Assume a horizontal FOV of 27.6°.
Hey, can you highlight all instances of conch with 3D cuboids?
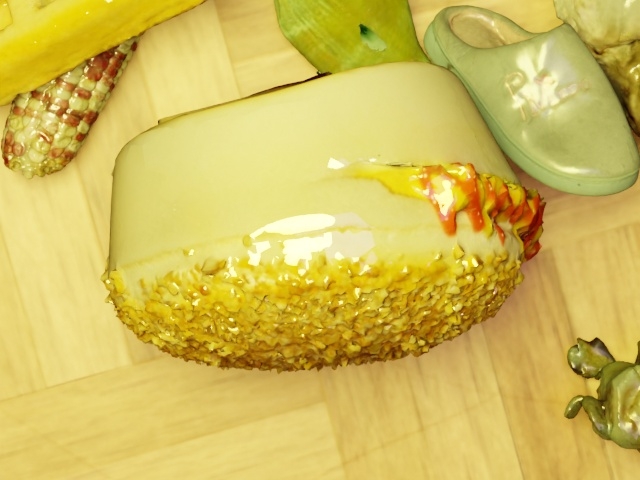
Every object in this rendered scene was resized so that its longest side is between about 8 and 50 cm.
[{"bbox_3d":[0.013,-0.179,0.957,0.095,0.079,0.201,-22,102,15],"label":"conch"}]

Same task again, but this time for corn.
[{"bbox_3d":[-0.164,-0.154,0.943,0.079,0.079,0.237,24,93,-4],"label":"corn"}]

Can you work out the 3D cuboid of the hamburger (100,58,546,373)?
[{"bbox_3d":[0.000,0.000,0.857,0.294,0.276,0.179,-14,81,13],"label":"hamburger"}]

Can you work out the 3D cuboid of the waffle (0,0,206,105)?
[{"bbox_3d":[-0.195,-0.239,0.890,0.221,0.055,0.248,-24,77,12],"label":"waffle"}]

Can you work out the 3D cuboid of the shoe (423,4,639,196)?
[{"bbox_3d":[0.148,-0.114,0.897,0.079,0.078,0.195,-20,53,-30],"label":"shoe"}]

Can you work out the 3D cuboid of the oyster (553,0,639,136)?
[{"bbox_3d":[0.230,-0.178,0.914,0.133,0.198,0.337,-34,86,11],"label":"oyster"}]

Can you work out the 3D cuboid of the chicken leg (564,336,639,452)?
[{"bbox_3d":[0.357,0.215,0.955,0.429,0.153,0.201,40,60,3],"label":"chicken leg"}]
